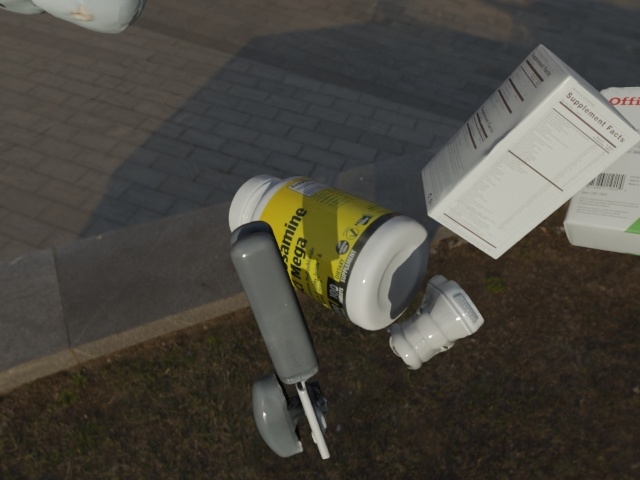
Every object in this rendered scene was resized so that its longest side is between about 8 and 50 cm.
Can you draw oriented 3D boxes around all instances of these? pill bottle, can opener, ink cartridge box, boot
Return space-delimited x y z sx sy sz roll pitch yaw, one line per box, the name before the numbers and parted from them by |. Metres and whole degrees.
pill bottle | 0.000 0.000 0.848 0.333 0.188 0.188 26 48 36
can opener | -0.053 0.123 0.529 0.095 0.284 0.076 -19 22 -4
ink cartridge box | 0.456 -0.096 0.692 0.160 0.092 0.220 13 76 36
boot | 0.152 0.119 0.726 0.123 0.258 0.095 -35 78 4

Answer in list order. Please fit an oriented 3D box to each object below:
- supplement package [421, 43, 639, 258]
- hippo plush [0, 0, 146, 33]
supplement package | 0.277 -0.118 0.694 0.139 0.244 0.134 31 34 -17
hippo plush | -0.255 -0.311 0.419 0.294 0.237 0.234 17 23 -8
